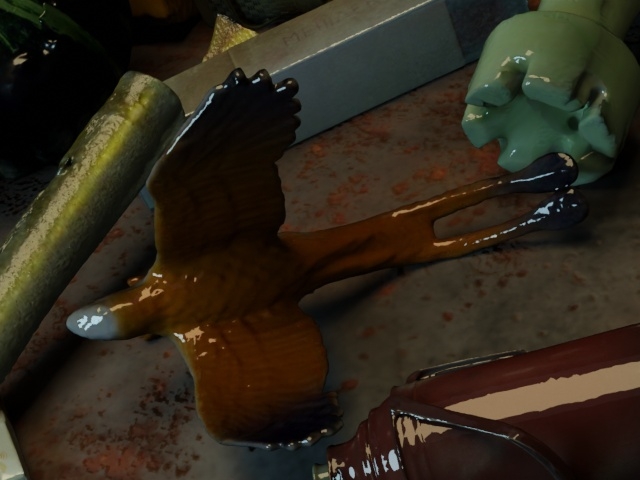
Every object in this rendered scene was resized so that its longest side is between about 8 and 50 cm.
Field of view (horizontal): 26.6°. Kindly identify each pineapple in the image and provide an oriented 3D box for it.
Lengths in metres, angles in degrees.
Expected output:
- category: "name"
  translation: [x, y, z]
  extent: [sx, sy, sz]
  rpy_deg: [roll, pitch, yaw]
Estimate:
- category: "pineapple"
  translation: [-0.087, -0.158, 1.248]
  extent: [0.114, 0.077, 0.114]
  rpy_deg: [-51, 36, -10]

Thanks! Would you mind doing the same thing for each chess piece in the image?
- category: "chess piece"
  translation: [0.210, -0.191, 1.040]
  extent: [0.195, 0.194, 0.299]
  rpy_deg: [4, 55, 33]

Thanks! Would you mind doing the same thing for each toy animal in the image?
- category: "toy animal"
  translation: [-0.017, 0.004, 0.958]
  extent: [0.284, 0.225, 0.302]
  rpy_deg: [-15, 1, -42]

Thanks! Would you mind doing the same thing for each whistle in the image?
- category: "whistle"
  translation: [-0.211, 0.007, 1.043]
  extent: [0.068, 0.057, 0.326]
  rpy_deg: [22, 65, 20]

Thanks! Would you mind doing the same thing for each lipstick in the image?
- category: "lipstick"
  translation: [-0.002, -0.148, 1.177]
  extent: [0.371, 0.079, 0.076]
  rpy_deg: [-25, 39, 1]

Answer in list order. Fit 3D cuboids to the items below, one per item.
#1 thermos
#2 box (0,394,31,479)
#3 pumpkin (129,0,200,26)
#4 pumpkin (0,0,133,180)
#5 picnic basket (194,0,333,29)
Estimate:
- category: "thermos"
  translation: [0.107, 0.111, 0.786]
  extent: [0.232, 0.099, 0.124]
  rpy_deg: [-15, 38, 12]
- category: "box"
  translation: [-0.325, 0.185, 0.975]
  extent: [0.220, 0.032, 0.122]
  rpy_deg: [-24, 36, -11]
- category: "pumpkin"
  translation: [-0.213, -0.314, 1.352]
  extent: [0.139, 0.190, 0.280]
  rpy_deg: [10, 4, 27]
- category: "pumpkin"
  translation: [-0.328, -0.185, 1.292]
  extent: [0.296, 0.296, 0.296]
  rpy_deg: [-16, 38, 13]
- category: "picnic basket"
  translation: [-0.041, -0.347, 1.366]
  extent: [0.139, 0.165, 0.266]
  rpy_deg: [-2, 42, 30]
